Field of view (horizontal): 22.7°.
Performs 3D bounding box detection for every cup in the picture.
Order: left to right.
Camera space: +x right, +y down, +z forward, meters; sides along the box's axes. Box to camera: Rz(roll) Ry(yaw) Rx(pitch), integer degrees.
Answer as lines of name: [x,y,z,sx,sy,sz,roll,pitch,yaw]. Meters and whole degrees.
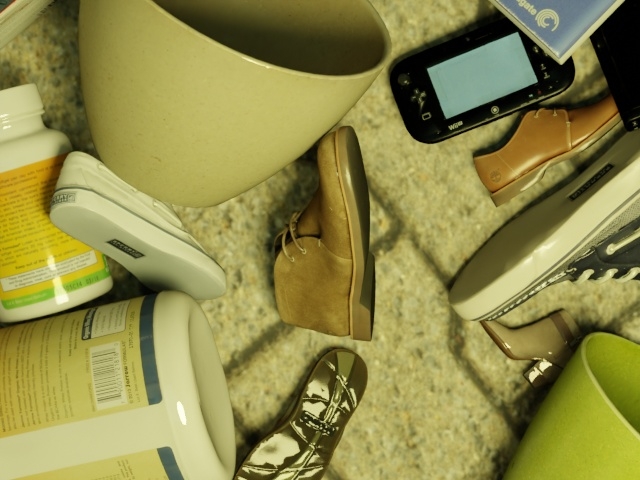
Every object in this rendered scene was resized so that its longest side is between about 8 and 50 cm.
cup: [-0.122,-0.175,1.688,0.331,0.331,0.237,26,119,-3]

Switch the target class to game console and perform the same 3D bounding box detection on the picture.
game console: [0.259,-0.199,1.765,0.361,0.044,0.213,-21,71,9]

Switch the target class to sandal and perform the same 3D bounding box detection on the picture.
sandal: [-0.024,0.221,1.844,0.090,0.060,0.219,32,81,-10]

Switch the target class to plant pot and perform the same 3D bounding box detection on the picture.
plant pot: [0.306,0.301,1.768,0.274,0.275,0.293,36,111,-4]

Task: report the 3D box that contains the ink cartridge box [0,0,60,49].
ink cartridge box: [-0.372,-0.228,1.681,0.296,0.261,0.066,-39,96,4]

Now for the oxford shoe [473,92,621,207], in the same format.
oxford shoe: [0.268,-0.125,1.796,0.212,0.076,0.076,-33,87,4]

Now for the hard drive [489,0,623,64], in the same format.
hard drive: [0.299,-0.378,1.743,0.319,0.040,0.210,-46,73,3]

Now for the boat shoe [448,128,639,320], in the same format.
boat shoe: [0.318,0.013,1.787,0.340,0.127,0.158,-39,107,9]

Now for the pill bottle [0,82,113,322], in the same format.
pill bottle: [-0.327,-0.044,1.765,0.136,0.136,0.246,-16,97,1]

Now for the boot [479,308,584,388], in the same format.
boot: [0.252,0.110,1.841,0.087,0.042,0.118,-41,97,-2]

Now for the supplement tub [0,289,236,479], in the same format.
supplement tub: [-0.268,0.193,1.727,0.316,0.228,0.228,-12,97,6]

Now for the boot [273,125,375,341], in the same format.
boot: [0.000,0.000,1.728,0.115,0.112,0.305,4,137,6]

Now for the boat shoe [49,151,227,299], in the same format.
boat shoe: [-0.189,-0.015,1.756,0.095,0.258,0.084,-12,57,31]

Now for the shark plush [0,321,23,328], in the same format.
shark plush: [-0.376,0.098,1.840,0.067,0.073,0.161,-21,118,21]
